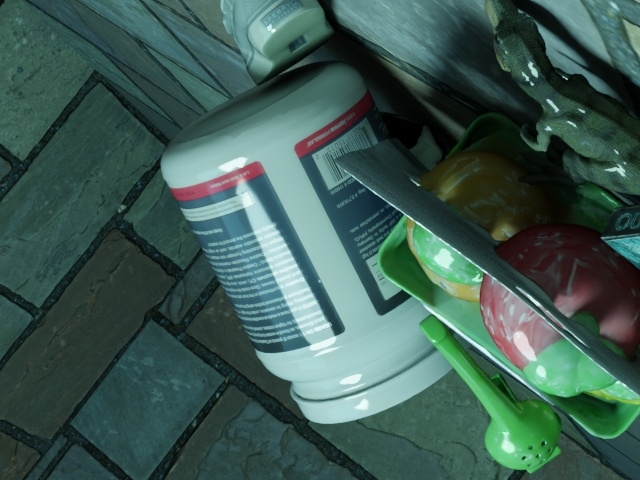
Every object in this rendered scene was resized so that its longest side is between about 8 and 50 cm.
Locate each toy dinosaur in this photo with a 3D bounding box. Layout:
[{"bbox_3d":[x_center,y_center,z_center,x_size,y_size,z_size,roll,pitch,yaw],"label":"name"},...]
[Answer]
[{"bbox_3d":[0.190,-0.046,0.948,0.268,0.064,0.118,35,169,-4],"label":"toy dinosaur"}]

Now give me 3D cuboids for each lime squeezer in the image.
[{"bbox_3d":[0.138,0.133,1.191,0.110,0.059,0.310,37,180,19],"label":"lime squeezer"}]

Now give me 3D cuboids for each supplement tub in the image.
[{"bbox_3d":[0.000,0.000,1.339,0.272,0.191,0.191,63,168,-14],"label":"supplement tub"}]

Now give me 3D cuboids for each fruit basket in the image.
[{"bbox_3d":[0.155,0.041,1.113,0.327,0.165,0.353,37,-165,3],"label":"fruit basket"}]

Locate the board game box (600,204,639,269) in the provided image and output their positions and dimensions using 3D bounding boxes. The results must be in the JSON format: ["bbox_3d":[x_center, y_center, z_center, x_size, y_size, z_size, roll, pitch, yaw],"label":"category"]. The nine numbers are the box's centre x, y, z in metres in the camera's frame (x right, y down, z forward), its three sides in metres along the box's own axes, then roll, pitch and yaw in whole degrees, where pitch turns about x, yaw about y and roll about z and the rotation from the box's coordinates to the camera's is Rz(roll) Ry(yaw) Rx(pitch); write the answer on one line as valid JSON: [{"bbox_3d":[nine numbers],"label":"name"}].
[{"bbox_3d":[0.263,0.017,0.878,0.126,0.026,0.186,37,160,-22],"label":"board game box"}]

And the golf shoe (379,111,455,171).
[{"bbox_3d":[0.109,-0.049,1.389,0.198,0.077,0.094,34,174,26],"label":"golf shoe"}]

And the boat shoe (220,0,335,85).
[{"bbox_3d":[-0.040,-0.187,1.262,0.081,0.079,0.227,57,177,3],"label":"boat shoe"}]
